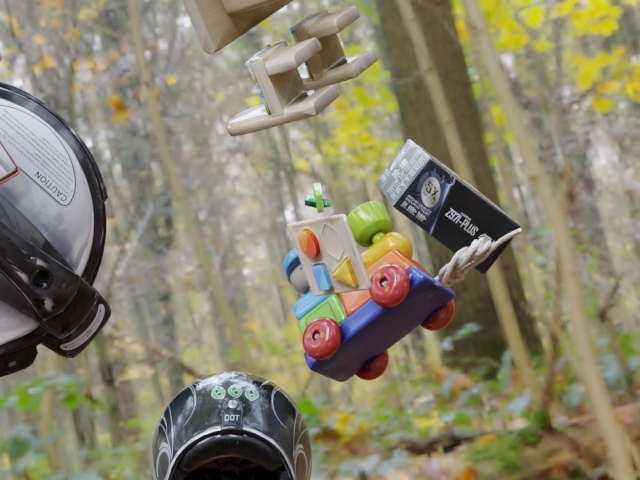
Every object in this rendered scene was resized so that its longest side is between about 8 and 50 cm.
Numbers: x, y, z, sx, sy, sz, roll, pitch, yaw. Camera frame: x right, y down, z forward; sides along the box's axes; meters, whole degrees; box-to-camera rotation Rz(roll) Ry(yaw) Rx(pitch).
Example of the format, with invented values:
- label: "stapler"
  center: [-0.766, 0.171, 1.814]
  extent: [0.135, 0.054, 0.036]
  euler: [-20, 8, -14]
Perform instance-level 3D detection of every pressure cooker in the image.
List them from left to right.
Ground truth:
- label: "pressure cooker"
  center: [-0.463, -0.013, 1.647]
  extent: [0.369, 0.376, 0.420]
  euler: [-2, -3, -18]

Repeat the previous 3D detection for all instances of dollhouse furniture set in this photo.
- label: "dollhouse furniture set"
  center: [-0.061, -0.221, 1.037]
  extent: [0.161, 0.212, 0.242]
  euler: [-11, 21, 33]

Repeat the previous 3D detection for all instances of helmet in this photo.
- label: "helmet"
  center: [-0.084, 0.208, 1.217]
  extent: [0.169, 0.169, 0.161]
  euler: [-14, 14, 0]

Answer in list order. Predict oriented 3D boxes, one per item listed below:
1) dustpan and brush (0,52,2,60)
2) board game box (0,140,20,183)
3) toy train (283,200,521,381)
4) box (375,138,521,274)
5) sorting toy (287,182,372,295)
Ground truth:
- label: "dustpan and brush"
  center: [-0.361, -0.230, 1.113]
  extent: [0.147, 0.211, 0.060]
  euler: [-30, 15, 33]
- label: "board game box"
  center: [-0.420, -0.120, 0.978]
  extent: [0.242, 0.316, 0.064]
  euler: [-37, 12, -32]
- label: "toy train"
  center: [0.074, 0.016, 1.264]
  extent: [0.248, 0.143, 0.105]
  euler: [-40, -38, 18]
- label: "box"
  center: [0.159, -0.047, 1.631]
  extent: [0.077, 0.147, 0.180]
  euler: [-53, 10, 7]
- label: "sorting toy"
  center: [0.000, 0.000, 0.899]
  extent: [0.062, 0.083, 0.012]
  euler: [-8, 18, 45]
